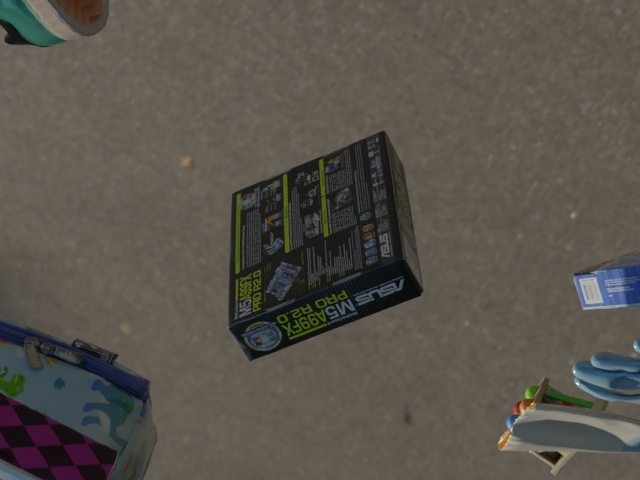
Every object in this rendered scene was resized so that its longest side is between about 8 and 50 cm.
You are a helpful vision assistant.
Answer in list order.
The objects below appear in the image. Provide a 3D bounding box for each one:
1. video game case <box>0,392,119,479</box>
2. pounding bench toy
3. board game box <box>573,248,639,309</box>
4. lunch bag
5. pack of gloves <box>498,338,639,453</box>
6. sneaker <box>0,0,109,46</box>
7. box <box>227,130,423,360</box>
[{"bbox_3d":[-0.231,0.121,0.638,0.232,0.042,0.210,27,127,-2],"label":"video game case"},{"bbox_3d":[0.215,0.157,1.251,0.065,0.052,0.083,34,125,3],"label":"pounding bench toy"},{"bbox_3d":[0.171,0.007,0.596,0.090,0.090,0.020,-14,93,69],"label":"board game box"},{"bbox_3d":[-0.218,0.131,1.046,0.176,0.090,0.219,18,159,6],"label":"lunch bag"},{"bbox_3d":[0.260,0.125,0.919,0.232,0.046,0.195,3,152,-11],"label":"pack of gloves"},{"bbox_3d":[-0.321,-0.289,1.219,0.121,0.108,0.302,-12,128,32],"label":"sneaker"},{"bbox_3d":[0.000,0.000,1.605,0.216,0.270,0.060,-23,124,13],"label":"box"}]
